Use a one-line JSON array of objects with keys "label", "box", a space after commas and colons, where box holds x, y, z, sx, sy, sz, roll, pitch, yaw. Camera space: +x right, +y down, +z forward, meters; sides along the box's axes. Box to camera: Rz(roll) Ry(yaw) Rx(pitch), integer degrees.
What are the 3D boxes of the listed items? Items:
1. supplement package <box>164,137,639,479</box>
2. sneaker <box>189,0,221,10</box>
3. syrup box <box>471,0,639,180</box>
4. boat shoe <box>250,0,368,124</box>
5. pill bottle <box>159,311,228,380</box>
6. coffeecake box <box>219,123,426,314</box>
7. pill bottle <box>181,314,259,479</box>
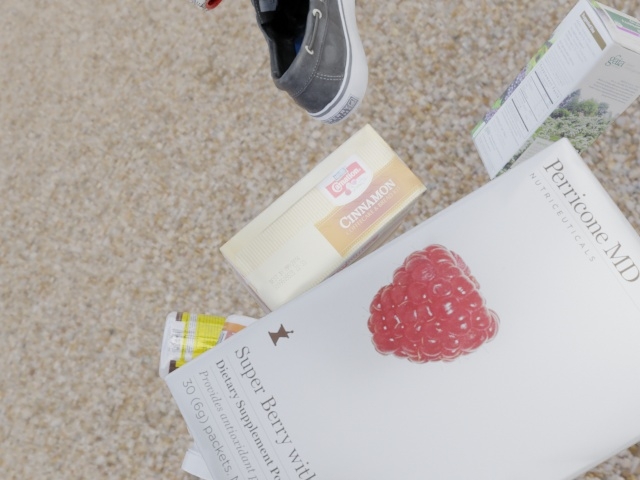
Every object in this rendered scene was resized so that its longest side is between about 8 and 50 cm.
[{"label": "supplement package", "box": [0.081, 0.098, 0.525, 0.293, 0.175, 0.177, -31, 73, 2]}, {"label": "sneaker", "box": [-0.151, -0.386, 0.905, 0.090, 0.145, 0.270, -54, -2, -25]}, {"label": "syrup box", "box": [0.305, -0.176, 0.970, 0.237, 0.093, 0.096, -54, 36, 40]}, {"label": "boat shoe", "box": [-0.022, -0.188, 0.641, 0.080, 0.076, 0.228, -40, 42, 33]}, {"label": "pill bottle", "box": [-0.157, 0.187, 1.290, 0.117, 0.215, 0.117, -173, 90, -82]}, {"label": "coffeecake box", "box": [0.000, 0.000, 0.627, 0.142, 0.185, 0.068, -41, 83, -8]}, {"label": "pill bottle", "box": [-0.108, 0.220, 1.048, 0.121, 0.121, 0.216, 5, 70, 45]}]
